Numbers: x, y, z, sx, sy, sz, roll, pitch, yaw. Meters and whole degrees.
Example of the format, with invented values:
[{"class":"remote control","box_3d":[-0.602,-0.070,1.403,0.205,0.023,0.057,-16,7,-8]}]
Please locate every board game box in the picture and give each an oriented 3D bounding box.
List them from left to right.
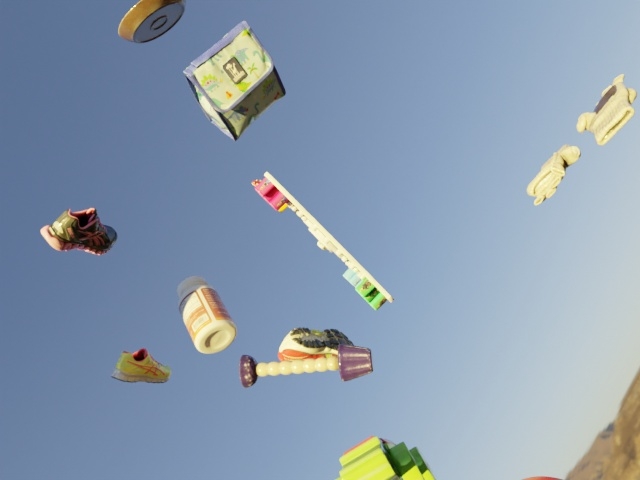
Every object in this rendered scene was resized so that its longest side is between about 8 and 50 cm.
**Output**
[{"class":"board game box","box_3d":[0.000,0.000,1.428,0.050,0.390,0.390,-44,3,0]}]

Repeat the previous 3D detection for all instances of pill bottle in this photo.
[{"class":"pill bottle","box_3d":[-0.328,0.203,1.636,0.121,0.216,0.121,-20,-43,-20]}]

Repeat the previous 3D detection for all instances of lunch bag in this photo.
[{"class":"lunch bag","box_3d":[-0.140,-0.260,0.942,0.129,0.096,0.151,-45,-31,-11]}]

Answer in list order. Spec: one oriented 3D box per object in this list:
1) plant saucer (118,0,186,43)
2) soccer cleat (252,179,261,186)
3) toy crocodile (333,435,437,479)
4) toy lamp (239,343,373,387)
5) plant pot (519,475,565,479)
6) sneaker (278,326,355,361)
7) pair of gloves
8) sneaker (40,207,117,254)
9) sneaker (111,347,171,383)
[{"class":"plant saucer","box_3d":[-0.349,-0.471,1.233,0.168,0.029,0.168,-35,4,3]},{"class":"soccer cleat","box_3d":[-0.168,-0.155,1.733,0.029,0.083,0.036,-57,-18,-48]},{"class":"toy crocodile","box_3d":[0.089,0.334,0.842,0.115,0.105,0.340,-32,-28,3]},{"class":"toy lamp","box_3d":[-0.028,0.261,1.204,0.080,0.274,0.080,-9,-90,-81]},{"class":"plant pot","box_3d":[0.430,0.570,1.075,0.174,0.191,0.191,-70,-8,-64]},{"class":"sneaker","box_3d":[-0.005,0.323,1.676,0.279,0.107,0.118,18,-60,-35]},{"class":"pair of gloves","box_3d":[0.457,-0.176,1.036,0.204,0.042,0.240,-47,-6,-50]},{"class":"sneaker","box_3d":[-0.295,-0.016,0.743,0.057,0.047,0.119,-49,-13,10]},{"class":"sneaker","box_3d":[-0.506,0.362,1.689,0.208,0.081,0.094,25,-107,-60]}]
